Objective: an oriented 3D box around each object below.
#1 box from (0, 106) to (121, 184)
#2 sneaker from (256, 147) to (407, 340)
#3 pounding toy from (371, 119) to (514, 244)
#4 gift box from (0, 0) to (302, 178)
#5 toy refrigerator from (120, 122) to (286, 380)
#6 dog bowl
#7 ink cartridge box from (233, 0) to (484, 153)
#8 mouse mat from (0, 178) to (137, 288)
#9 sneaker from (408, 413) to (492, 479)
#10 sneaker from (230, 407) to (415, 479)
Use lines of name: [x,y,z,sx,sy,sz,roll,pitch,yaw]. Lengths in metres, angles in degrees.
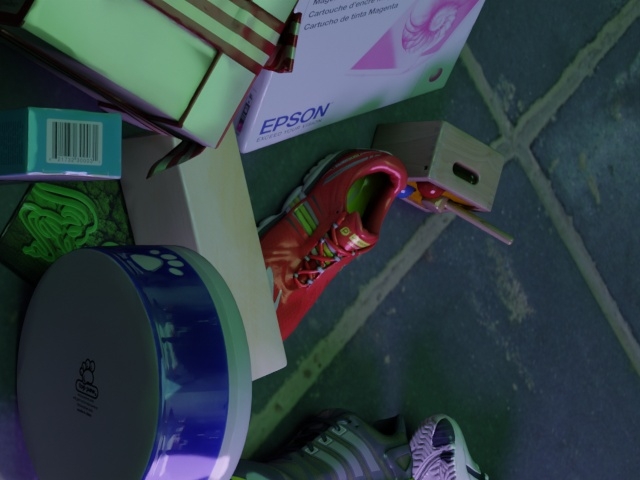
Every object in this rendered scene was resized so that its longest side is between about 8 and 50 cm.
box: [-0.289,-0.084,1.682,0.101,0.244,0.060,1,89,-41]
sneaker: [0.000,0.000,2.015,0.107,0.118,0.279,48,61,-29]
pounding toy: [0.145,-0.066,2.131,0.141,0.130,0.100,27,74,-38]
gift box: [-0.176,-0.223,1.768,0.258,0.255,0.276,30,90,-27]
toy refrigerator: [-0.122,0.013,1.912,0.094,0.102,0.269,-20,101,-43]
dog bowl: [-0.183,0.136,1.763,0.104,0.265,0.264,1,90,-39]
ink cartridge box: [0.063,-0.265,1.971,0.324,0.071,0.330,-21,148,-38]
mouse mat: [-0.234,0.003,1.888,0.190,0.007,0.152,41,65,-32]
sneaker: [0.191,0.296,2.200,0.153,0.094,0.235,-26,107,-39]
sneaker: [-0.009,0.247,2.034,0.300,0.111,0.121,8,75,-46]
